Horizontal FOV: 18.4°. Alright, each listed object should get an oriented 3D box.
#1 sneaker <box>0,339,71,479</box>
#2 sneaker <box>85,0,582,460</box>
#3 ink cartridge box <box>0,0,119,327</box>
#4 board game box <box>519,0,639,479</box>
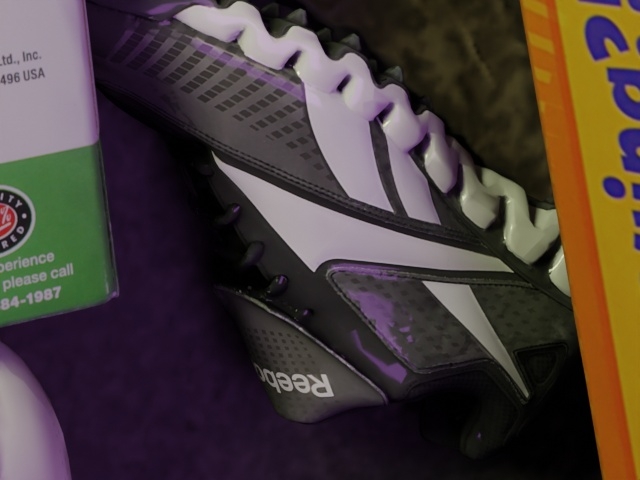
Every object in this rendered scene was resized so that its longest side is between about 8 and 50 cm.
[{"bbox_3d":[-0.087,0.163,0.605,0.152,0.114,0.305,-17,111,-44],"label":"sneaker"},{"bbox_3d":[0.000,0.000,0.608,0.234,0.078,0.106,32,84,-32],"label":"sneaker"},{"bbox_3d":[-0.144,-0.076,0.506,0.153,0.087,0.208,-12,109,-25],"label":"ink cartridge box"},{"bbox_3d":[0.313,-0.004,0.530,0.356,0.356,0.356,-21,105,-45],"label":"board game box"}]
